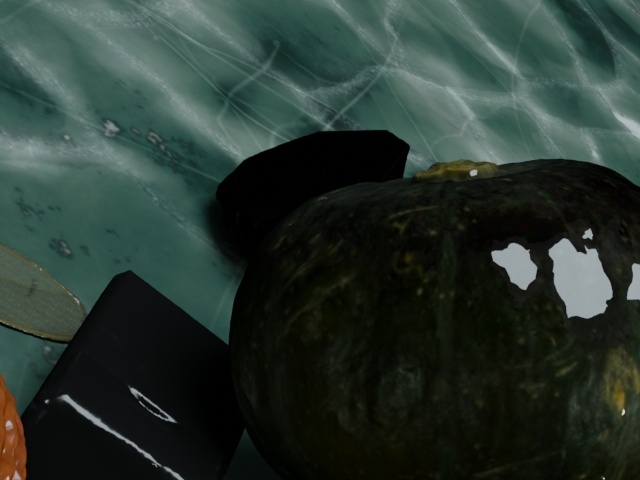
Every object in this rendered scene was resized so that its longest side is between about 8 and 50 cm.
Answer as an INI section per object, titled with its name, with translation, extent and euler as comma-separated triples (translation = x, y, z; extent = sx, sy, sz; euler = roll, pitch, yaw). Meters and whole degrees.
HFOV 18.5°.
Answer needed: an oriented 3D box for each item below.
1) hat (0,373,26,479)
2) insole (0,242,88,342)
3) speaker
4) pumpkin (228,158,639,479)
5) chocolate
[hat]
translation = -0.350, 0.250, 1.310
extent = 0.285, 0.285, 0.400
euler = 26, 36, -23
[insole]
translation = -0.375, 0.003, 1.906
extent = 0.348, 0.009, 0.119
euler = 32, 30, -13
[speaker]
translation = -0.191, 0.191, 1.742
extent = 0.180, 0.184, 0.388
euler = 38, 18, -5
[pumpkin]
translation = 0.140, 0.100, 1.736
extent = 0.454, 0.454, 0.344
euler = -7, 95, -53
[chocolate]
translation = 0.000, 0.000, 2.256
extent = 0.224, 0.206, 0.177
euler = -49, 132, -52
